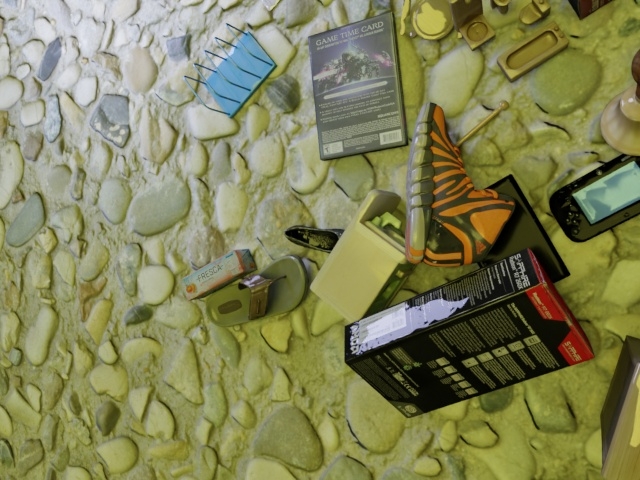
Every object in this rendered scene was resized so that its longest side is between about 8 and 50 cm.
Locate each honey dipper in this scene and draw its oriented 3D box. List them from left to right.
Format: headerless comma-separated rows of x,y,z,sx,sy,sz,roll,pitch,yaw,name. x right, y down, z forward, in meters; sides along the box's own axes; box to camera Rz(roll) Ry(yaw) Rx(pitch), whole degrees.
0.292,-0.211,1.058,0.161,0.030,0.030,-42,74,19,honey dipper

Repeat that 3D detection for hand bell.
0.488,-0.229,0.827,0.126,0.242,0.126,-7,73,26,hand bell

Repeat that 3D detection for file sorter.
-0.213,-0.389,1.262,0.170,0.104,0.118,-43,73,22,file sorter

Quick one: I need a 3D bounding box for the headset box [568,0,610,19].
0.483,-0.534,0.905,0.293,0.110,0.218,-31,78,24,headset box

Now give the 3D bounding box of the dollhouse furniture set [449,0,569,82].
0.333,-0.380,0.967,0.144,0.123,0.151,-32,78,15,dollhouse furniture set

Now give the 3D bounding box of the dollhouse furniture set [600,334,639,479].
0.631,0.290,0.777,0.394,0.256,0.362,17,99,25,dollhouse furniture set

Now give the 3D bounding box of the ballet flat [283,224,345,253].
0.000,0.000,1.198,0.173,0.049,0.057,6,95,26,ballet flat

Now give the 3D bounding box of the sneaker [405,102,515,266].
0.250,-0.100,1.001,0.180,0.124,0.321,4,72,3,sneaker

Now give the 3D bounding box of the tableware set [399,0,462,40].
0.228,-0.490,1.077,0.128,0.039,0.194,9,102,14,tableware set

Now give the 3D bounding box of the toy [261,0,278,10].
-0.083,-0.651,1.215,0.237,0.056,0.137,-41,73,22,toy

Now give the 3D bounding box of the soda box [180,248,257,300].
-0.244,0.082,1.316,0.183,0.063,0.058,-27,79,24,soda box

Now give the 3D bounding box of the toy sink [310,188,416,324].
0.116,0.035,1.086,0.131,0.153,0.234,38,106,21,toy sink

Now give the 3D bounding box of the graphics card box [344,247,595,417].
0.254,0.182,0.984,0.371,0.233,0.094,-29,35,24,graphics card box

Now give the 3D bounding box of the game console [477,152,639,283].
0.435,-0.054,0.983,0.361,0.044,0.213,-32,78,23,game console

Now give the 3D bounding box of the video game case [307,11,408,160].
0.076,-0.320,1.165,0.196,0.026,0.274,-6,88,27,video game case

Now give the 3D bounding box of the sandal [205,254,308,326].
-0.153,0.131,1.258,0.303,0.086,0.120,-27,80,25,sandal
